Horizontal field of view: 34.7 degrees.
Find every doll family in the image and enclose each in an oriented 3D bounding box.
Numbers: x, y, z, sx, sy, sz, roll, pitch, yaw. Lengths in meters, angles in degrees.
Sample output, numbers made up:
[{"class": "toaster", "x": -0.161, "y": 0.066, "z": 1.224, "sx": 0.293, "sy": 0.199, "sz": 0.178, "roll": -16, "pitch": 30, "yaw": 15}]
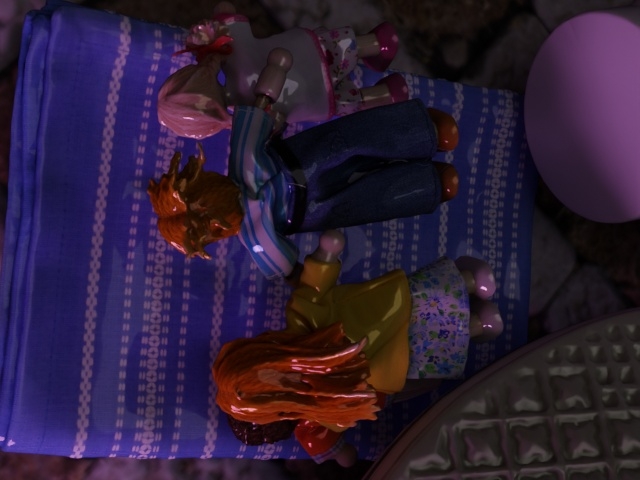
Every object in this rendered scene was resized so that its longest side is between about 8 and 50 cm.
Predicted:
[{"class": "doll family", "x": 0.000, "y": 0.000, "z": 0.518, "sx": 0.163, "sy": 0.118, "sz": 0.263, "roll": -15, "pitch": 97, "yaw": -25}]

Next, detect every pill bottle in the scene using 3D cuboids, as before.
[{"class": "pill bottle", "x": 0.270, "y": -0.092, "z": 0.657, "sx": 0.265, "sy": 0.153, "sz": 0.153, "roll": -11, "pitch": 91, "yaw": -31}]

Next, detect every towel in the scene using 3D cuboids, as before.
[{"class": "towel", "x": -0.012, "y": 0.006, "z": 0.594, "sx": 0.336, "sy": 0.040, "sz": 0.243, "roll": 6, "pitch": 85, "yaw": -25}]

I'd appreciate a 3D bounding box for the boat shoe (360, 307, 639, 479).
[{"class": "boat shoe", "x": 0.058, "y": 0.227, "z": 0.538, "sx": 0.187, "sy": 0.156, "sz": 0.500, "roll": 42, "pitch": 75, "yaw": 13}]
